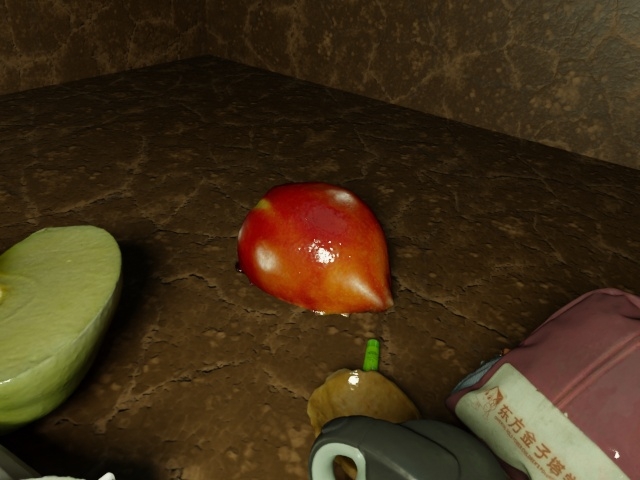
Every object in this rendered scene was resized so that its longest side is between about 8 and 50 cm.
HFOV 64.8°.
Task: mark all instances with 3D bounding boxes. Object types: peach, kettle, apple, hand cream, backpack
[{"bbox_3d":[0.000,0.000,1.010,0.362,0.201,0.258,27,38,30],"label":"peach"},{"bbox_3d":[0.077,0.294,0.527,0.221,0.236,0.161,27,39,30],"label":"kettle"},{"bbox_3d":[-0.469,0.113,0.696,0.312,0.320,0.360,33,18,-31],"label":"apple"},{"bbox_3d":[0.083,0.217,0.848,0.036,0.023,0.122,12,37,4],"label":"hand cream"},{"bbox_3d":[0.364,0.217,0.665,0.317,0.197,0.283,-42,44,-1],"label":"backpack"}]

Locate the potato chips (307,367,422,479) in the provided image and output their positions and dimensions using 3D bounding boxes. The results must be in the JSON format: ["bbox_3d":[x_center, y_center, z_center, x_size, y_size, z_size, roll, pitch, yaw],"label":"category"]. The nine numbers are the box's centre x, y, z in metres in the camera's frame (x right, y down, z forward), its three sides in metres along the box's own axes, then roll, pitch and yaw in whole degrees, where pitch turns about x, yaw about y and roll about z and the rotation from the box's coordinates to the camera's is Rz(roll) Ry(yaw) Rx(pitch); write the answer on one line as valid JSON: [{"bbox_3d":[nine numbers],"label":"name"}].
[{"bbox_3d":[0.068,0.272,0.735,0.150,0.049,0.202,-24,44,-30],"label":"potato chips"}]

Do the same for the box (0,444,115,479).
[{"bbox_3d":[-0.343,0.301,0.499,0.206,0.262,0.291,16,-6,34],"label":"box"}]
